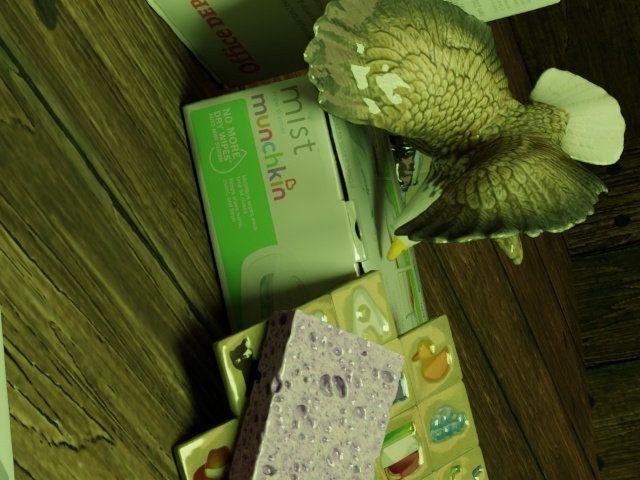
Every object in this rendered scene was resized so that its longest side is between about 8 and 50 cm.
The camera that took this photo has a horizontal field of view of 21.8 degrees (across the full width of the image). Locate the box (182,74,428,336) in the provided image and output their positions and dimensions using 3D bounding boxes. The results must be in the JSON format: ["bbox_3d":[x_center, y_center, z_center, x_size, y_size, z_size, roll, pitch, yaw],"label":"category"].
[{"bbox_3d":[0.000,0.000,1.428,0.231,0.127,0.262,-14,91,-75],"label":"box"}]

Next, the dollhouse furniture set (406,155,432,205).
[{"bbox_3d":[0.116,-0.157,1.929,0.212,0.161,0.242,54,27,-57],"label":"dollhouse furniture set"}]

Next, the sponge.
[{"bbox_3d":[-0.011,0.166,1.213,0.117,0.031,0.210,27,70,-38],"label":"sponge"}]

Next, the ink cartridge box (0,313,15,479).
[{"bbox_3d":[-0.191,0.071,0.805,0.224,0.045,0.223,39,41,-68],"label":"ink cartridge box"}]

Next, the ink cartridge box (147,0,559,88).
[{"bbox_3d":[0.020,-0.257,1.357,0.226,0.306,0.131,50,31,-62],"label":"ink cartridge box"}]

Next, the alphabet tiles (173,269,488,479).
[{"bbox_3d":[0.027,0.210,1.274,0.285,0.011,0.342,-24,104,-39],"label":"alphabet tiles"}]

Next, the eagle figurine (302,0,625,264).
[{"bbox_3d":[0.121,-0.073,1.343,0.298,0.226,0.225,52,48,-71],"label":"eagle figurine"}]

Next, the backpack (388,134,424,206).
[{"bbox_3d":[0.056,-0.076,1.761,0.114,0.105,0.084,-23,123,-76],"label":"backpack"}]
